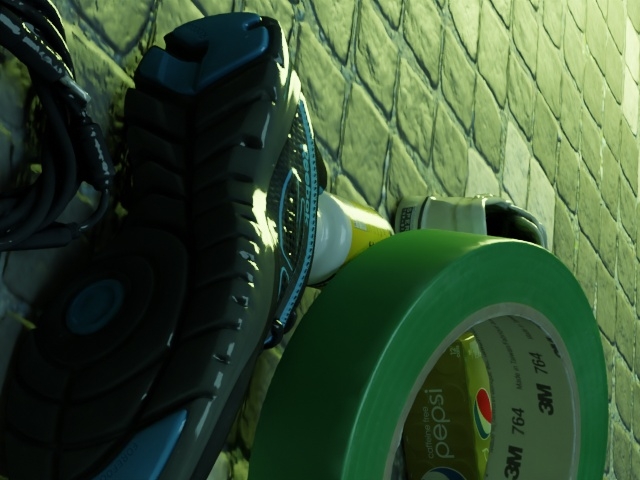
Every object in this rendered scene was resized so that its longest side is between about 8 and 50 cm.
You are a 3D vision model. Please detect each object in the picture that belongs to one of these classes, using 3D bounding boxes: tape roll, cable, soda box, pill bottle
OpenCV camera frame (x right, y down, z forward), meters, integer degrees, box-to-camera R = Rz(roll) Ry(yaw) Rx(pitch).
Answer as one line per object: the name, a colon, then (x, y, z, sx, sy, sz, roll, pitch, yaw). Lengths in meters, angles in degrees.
tape roll: (0.084, 0.154, 0.971, 0.321, 0.077, 0.321, -10, 104, -49)
cable: (-0.159, -0.068, 0.661, 0.184, 0.047, 0.150, -3, 85, -63)
soda box: (0.104, 0.164, 1.133, 0.058, 0.061, 0.181, -10, 94, -64)
pill bottle: (0.000, 0.000, 0.953, 0.116, 0.065, 0.065, 17, 69, -61)

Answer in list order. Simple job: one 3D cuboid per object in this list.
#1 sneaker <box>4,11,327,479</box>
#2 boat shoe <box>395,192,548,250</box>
sneaker: (-0.056, 0.032, 0.764, 0.139, 0.125, 0.340, 60, 35, -42)
boat shoe: (0.154, 0.008, 1.240, 0.267, 0.088, 0.096, 28, 59, -59)
